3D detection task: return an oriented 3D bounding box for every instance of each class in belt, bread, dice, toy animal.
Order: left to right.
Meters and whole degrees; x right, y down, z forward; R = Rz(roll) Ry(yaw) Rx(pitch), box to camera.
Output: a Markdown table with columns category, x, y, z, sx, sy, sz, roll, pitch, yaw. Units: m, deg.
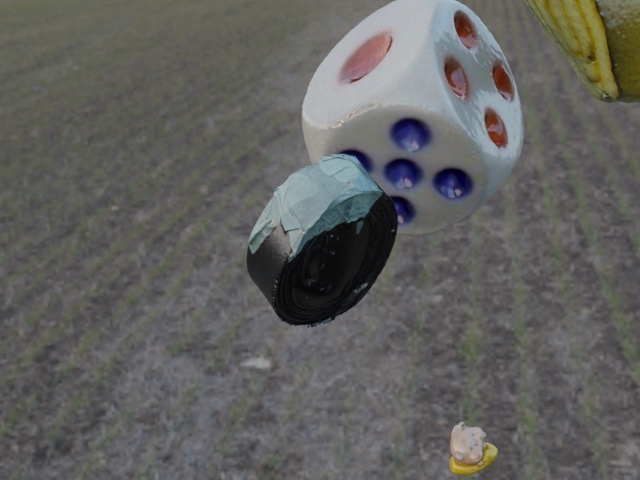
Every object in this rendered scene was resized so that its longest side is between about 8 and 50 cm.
| category | x | y | z | sx | sy | sz | roll | pitch | yaw |
| --- | --- | --- | --- | --- | --- | --- | --- | --- | --- |
| belt | 0.000 | 0.000 | 1.089 | 0.151 | 0.198 | 0.078 | -7 | 44 | -36 |
| dice | 0.139 | -0.182 | 1.504 | 0.243 | 0.251 | 0.259 | -23 | 36 | 32 |
| toy animal | 0.283 | 0.378 | 1.915 | 0.091 | 0.082 | 0.114 | -7 | 35 | 18 |
| bread | 0.398 | -0.311 | 1.432 | 0.124 | 0.257 | 0.186 | -32 | 12 | -8 |
